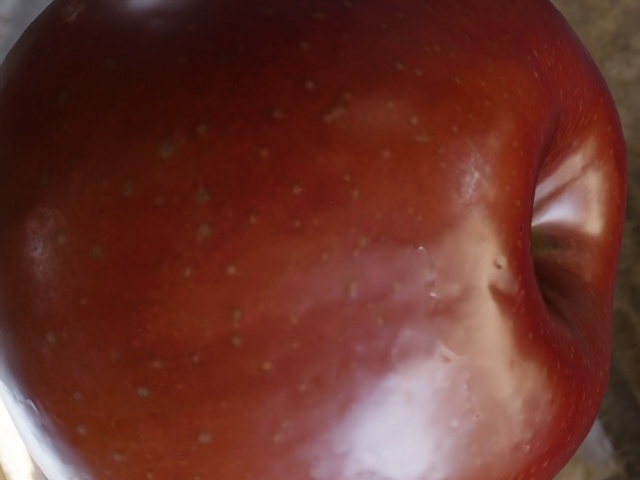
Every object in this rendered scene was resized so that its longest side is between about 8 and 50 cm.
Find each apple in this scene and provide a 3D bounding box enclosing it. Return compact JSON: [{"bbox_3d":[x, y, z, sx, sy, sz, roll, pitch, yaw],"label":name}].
[{"bbox_3d":[0.000,0.000,0.606,0.216,0.260,0.260,-5,104,28],"label":"apple"}]
